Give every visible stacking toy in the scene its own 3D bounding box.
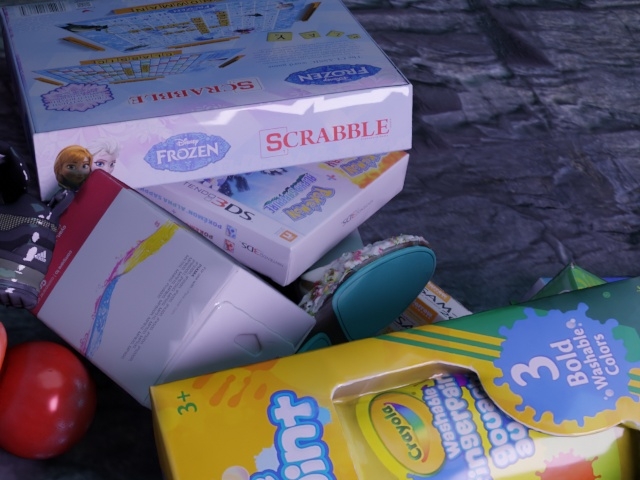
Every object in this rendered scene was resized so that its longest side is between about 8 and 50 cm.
[{"bbox_3d":[-0.318,0.075,1.162,0.330,0.141,0.141,27,35,-21],"label":"stacking toy"}]

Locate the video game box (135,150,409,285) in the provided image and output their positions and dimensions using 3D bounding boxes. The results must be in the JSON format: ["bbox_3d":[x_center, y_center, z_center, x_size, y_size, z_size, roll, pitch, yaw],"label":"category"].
[{"bbox_3d":[-0.051,-0.056,1.413,0.187,0.048,0.205,27,38,19],"label":"video game box"}]

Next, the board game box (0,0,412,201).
[{"bbox_3d":[-0.114,-0.150,1.436,0.318,0.066,0.318,-9,29,-11],"label":"board game box"}]

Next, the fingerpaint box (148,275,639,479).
[{"bbox_3d":[0.115,0.273,1.052,0.371,0.163,0.445,-12,56,-9],"label":"fingerpaint box"}]

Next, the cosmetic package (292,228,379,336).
[{"bbox_3d":[0.000,0.000,1.489,0.060,0.099,0.239,-12,49,-8],"label":"cosmetic package"}]

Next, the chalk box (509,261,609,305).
[{"bbox_3d":[0.242,0.156,1.414,0.180,0.179,0.289,25,34,-30],"label":"chalk box"}]

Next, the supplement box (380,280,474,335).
[{"bbox_3d":[0.089,0.090,1.465,0.062,0.098,0.036,37,36,6],"label":"supplement box"}]

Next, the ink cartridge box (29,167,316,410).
[{"bbox_3d":[-0.122,0.052,1.244,0.176,0.127,0.128,33,-3,36],"label":"ink cartridge box"}]

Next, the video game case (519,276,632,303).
[{"bbox_3d":[0.364,0.144,1.648,0.269,0.061,0.244,1,46,-37],"label":"video game case"}]

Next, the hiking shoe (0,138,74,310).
[{"bbox_3d":[-0.279,-0.029,1.257,0.227,0.114,0.086,25,-6,35],"label":"hiking shoe"}]

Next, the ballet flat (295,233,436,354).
[{"bbox_3d":[-0.007,0.068,1.327,0.077,0.091,0.241,28,60,39],"label":"ballet flat"}]

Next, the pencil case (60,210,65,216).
[{"bbox_3d":[-0.165,-0.044,1.455,0.151,0.064,0.070,5,46,-33],"label":"pencil case"}]
